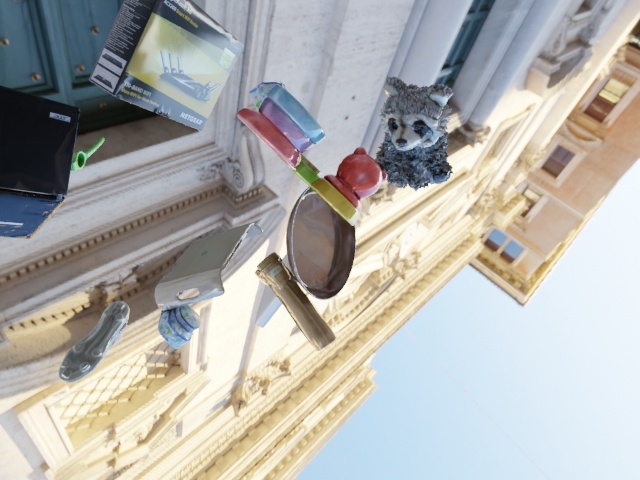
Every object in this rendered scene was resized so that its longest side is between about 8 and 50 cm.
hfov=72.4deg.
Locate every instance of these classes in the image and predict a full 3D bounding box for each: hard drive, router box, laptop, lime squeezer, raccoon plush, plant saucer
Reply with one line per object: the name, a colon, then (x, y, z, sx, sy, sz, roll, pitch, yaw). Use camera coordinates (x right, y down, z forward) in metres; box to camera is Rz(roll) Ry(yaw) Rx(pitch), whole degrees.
hard drive: (-0.115, 0.118, 1.393, 0.040, 0.308, 0.203, 26, -140, -13)
router box: (-0.326, -0.403, 0.982, 0.081, 0.243, 0.309, 33, -169, 15)
laptop: (-0.564, -0.122, 0.719, 0.234, 0.264, 0.137, 6, -120, -51)
lime squeezer: (-0.780, -0.241, 1.343, 0.109, 0.059, 0.310, 17, -141, 35)
raccoon plush: (0.252, -0.355, 1.197, 0.215, 0.299, 0.447, 0, -136, 7)
plant saucer: (0.000, 0.000, 1.150, 0.050, 0.311, 0.311, -1, -145, 33)

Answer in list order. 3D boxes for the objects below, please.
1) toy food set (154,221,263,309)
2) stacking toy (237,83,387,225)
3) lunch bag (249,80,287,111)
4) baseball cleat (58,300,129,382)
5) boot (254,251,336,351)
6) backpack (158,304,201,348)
toy food set: (-0.307, 0.071, 1.253, 0.219, 0.092, 0.306, -15, -152, 23)
stacking toy: (-0.021, -0.201, 0.905, 0.309, 0.130, 0.279, 42, -176, -31)
lunch bag: (-0.160, -0.498, 1.578, 0.151, 0.096, 0.129, -25, -83, -50)
baseball cleat: (-0.498, 0.238, 0.990, 0.072, 0.109, 0.206, 27, -127, 3)
boot: (-0.071, 0.169, 1.188, 0.089, 0.236, 0.270, -37, -94, -5)
backpack: (-0.384, 0.225, 1.189, 0.105, 0.084, 0.114, 54, -169, -25)
